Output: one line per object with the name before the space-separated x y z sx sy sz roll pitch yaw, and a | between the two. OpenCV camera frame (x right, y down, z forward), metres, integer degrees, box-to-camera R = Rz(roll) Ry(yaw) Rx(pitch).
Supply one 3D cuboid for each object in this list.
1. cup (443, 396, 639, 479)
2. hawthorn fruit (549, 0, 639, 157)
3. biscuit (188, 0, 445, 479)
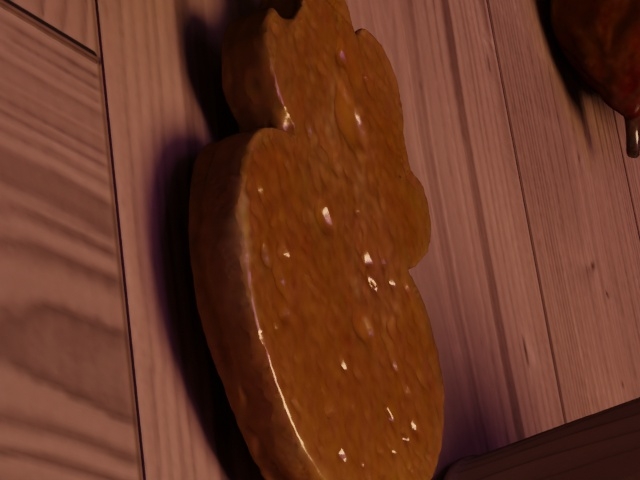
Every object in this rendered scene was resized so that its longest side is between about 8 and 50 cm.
cup | 0.233 0.187 0.997 0.288 0.273 0.208 52 24 -35
hawthorn fruit | 0.267 -0.175 1.441 0.208 0.208 0.248 48 57 -43
biscuit | -0.001 0.000 0.904 0.202 0.044 0.289 45 34 -47
